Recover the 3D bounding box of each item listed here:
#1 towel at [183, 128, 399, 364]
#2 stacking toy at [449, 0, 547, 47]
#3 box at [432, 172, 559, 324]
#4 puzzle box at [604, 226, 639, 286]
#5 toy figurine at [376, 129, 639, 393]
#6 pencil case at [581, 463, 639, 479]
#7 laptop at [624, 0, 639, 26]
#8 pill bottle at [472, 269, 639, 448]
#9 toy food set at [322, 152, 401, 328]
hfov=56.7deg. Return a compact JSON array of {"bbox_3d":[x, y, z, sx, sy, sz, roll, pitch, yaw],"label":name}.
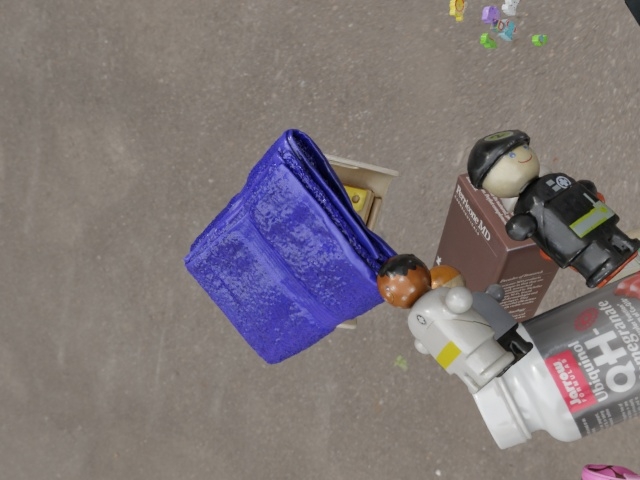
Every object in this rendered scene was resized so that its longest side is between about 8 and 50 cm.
[{"bbox_3d":[-0.055,0.032,0.766,0.227,0.076,0.308,54,137,4],"label":"towel"},{"bbox_3d":[0.448,-0.546,1.480,0.167,0.221,0.052,18,89,47],"label":"stacking toy"},{"bbox_3d":[0.323,0.062,1.141,0.381,0.143,0.191,95,160,-47],"label":"box"},{"bbox_3d":[0.590,0.096,0.968,0.052,0.409,0.272,-40,82,1],"label":"puzzle box"},{"bbox_3d":[0.166,0.020,0.548,0.209,0.213,0.148,-48,68,18],"label":"toy figurine"},{"bbox_3d":[0.309,0.345,0.621,0.095,0.209,0.098,8,160,21],"label":"pencil case"},{"bbox_3d":[0.842,-0.595,1.352,0.136,0.264,0.234,50,134,2],"label":"laptop"},{"bbox_3d":[0.375,0.174,0.839,0.319,0.176,0.176,-27,99,11],"label":"pill bottle"},{"bbox_3d":[0.000,0.000,1.038,0.220,0.092,0.306,10,108,-16],"label":"toy food set"}]
